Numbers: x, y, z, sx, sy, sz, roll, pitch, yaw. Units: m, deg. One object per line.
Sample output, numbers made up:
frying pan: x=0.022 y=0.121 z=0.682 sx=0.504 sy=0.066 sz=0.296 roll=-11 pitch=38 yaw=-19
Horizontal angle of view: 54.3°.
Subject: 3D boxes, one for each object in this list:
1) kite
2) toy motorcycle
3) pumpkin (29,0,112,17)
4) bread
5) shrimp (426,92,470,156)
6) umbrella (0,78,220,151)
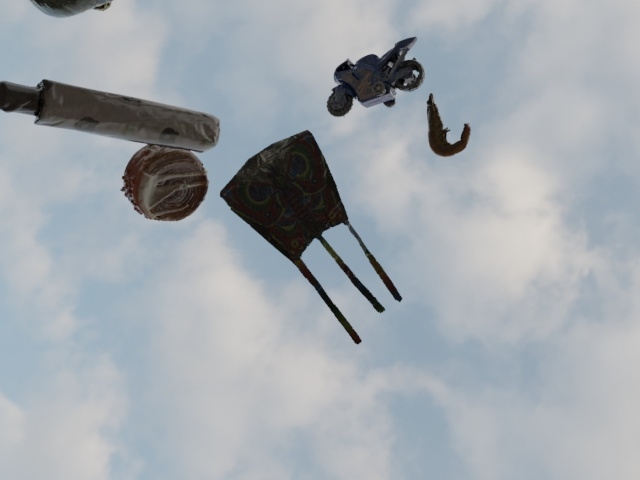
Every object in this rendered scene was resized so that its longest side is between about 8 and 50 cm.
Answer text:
kite: x=0.000 y=0.000 z=0.835 sx=0.152 sy=0.015 sz=0.285 roll=-37 pitch=-85 yaw=-16
toy motorcycle: x=0.100 y=-0.315 z=1.207 sx=0.205 sy=0.076 sz=0.114 roll=-17 pitch=-105 yaw=21
pumpkin: x=-0.617 y=-0.684 z=1.593 sx=0.301 sy=0.300 sz=0.207 roll=-7 pitch=-52 yaw=23
bread: x=-0.298 y=-0.113 z=1.196 sx=0.073 sy=0.161 sz=0.160 roll=38 pitch=-72 yaw=41
shrimp: x=0.235 y=-0.221 z=1.174 sx=0.091 sy=0.025 sz=0.127 roll=-15 pitch=-88 yaw=41
umbrella: x=-0.309 y=-0.188 z=0.949 sx=0.073 sy=0.338 sz=0.067 roll=-23 pitch=-111 yaw=45
